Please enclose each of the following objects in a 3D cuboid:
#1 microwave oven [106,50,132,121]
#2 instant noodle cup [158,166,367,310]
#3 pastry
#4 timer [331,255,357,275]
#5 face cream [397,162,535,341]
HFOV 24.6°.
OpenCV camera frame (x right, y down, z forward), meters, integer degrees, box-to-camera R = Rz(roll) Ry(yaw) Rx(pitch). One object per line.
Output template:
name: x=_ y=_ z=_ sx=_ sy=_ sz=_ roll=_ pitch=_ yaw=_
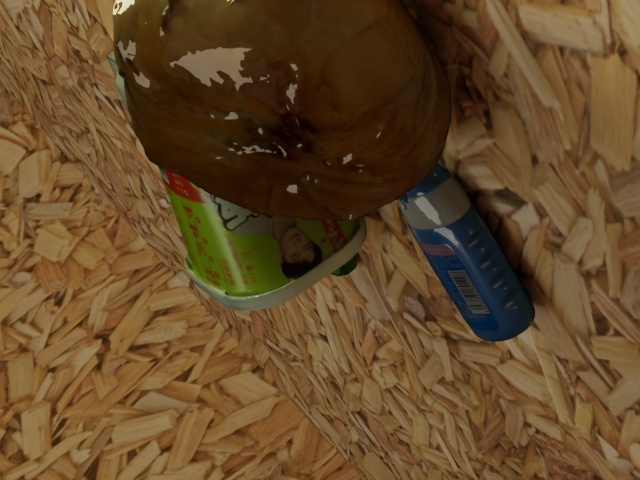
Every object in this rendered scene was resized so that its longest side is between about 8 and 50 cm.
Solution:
microwave oven: x=-0.226 y=-0.230 z=2.355 sx=0.122 sy=0.162 sz=0.208 roll=35 pitch=154 yaw=44
instant noodle cup: x=-0.113 y=-0.102 z=2.179 sx=0.294 sy=0.294 sz=0.308 roll=30 pitch=148 yaw=52
pastry: x=-0.040 y=-0.192 z=1.649 sx=0.409 sy=0.245 sz=0.409 roll=16 pitch=154 yaw=8
timer: x=0.000 y=0.000 z=2.454 sx=0.128 sy=0.047 sz=0.140 roll=57 pitch=164 yaw=-20
face cream: x=0.177 y=0.007 z=1.887 sx=0.264 sy=0.083 sz=0.149 roll=57 pitch=163 yaw=-23
